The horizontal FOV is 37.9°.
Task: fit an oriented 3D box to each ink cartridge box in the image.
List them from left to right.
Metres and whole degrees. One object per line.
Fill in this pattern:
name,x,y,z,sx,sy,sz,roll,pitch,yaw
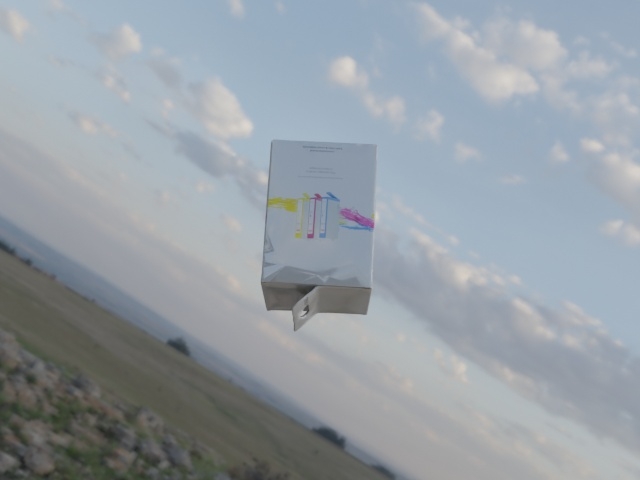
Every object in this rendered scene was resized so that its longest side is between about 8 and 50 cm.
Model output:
ink cartridge box,0.000,0.000,0.782,0.090,0.143,0.092,2,-18,2
